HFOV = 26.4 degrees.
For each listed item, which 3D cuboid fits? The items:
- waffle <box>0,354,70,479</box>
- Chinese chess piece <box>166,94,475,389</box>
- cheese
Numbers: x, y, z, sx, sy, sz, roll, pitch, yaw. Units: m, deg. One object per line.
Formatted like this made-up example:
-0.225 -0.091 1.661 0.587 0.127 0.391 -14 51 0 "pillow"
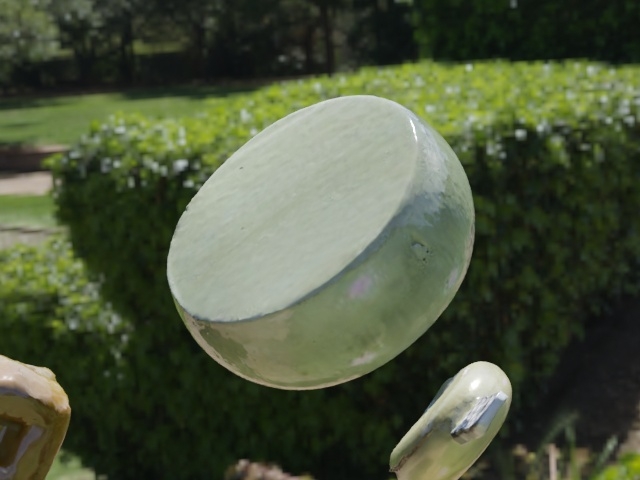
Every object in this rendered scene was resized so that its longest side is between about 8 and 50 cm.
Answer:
-0.296 0.102 0.596 0.328 0.224 0.098 26 -9 -26 "waffle"
0.000 0.000 1.072 0.250 0.101 0.250 -24 38 20 "Chinese chess piece"
0.112 0.143 1.064 0.054 0.127 0.251 36 -10 4 "cheese"
